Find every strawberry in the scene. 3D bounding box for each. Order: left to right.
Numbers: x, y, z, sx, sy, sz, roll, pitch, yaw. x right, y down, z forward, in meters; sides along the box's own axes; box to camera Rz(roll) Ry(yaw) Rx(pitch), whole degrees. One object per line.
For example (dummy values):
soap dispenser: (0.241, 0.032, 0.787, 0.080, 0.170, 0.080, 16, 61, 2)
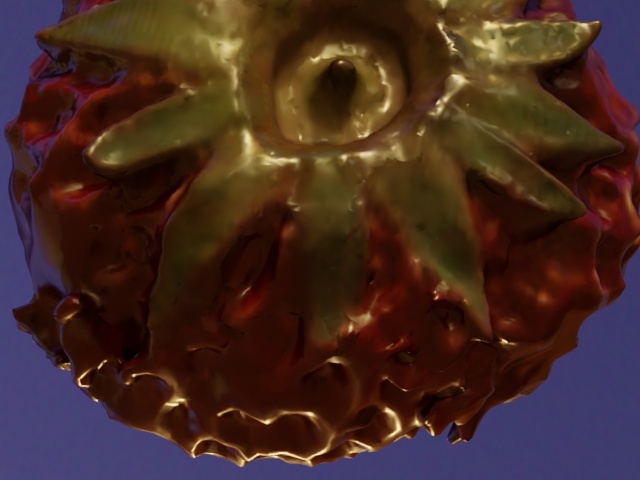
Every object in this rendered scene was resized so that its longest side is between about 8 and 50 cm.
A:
strawberry: (0.000, 0.000, 0.535, 0.205, 0.205, 0.244, 6, -25, -2)
